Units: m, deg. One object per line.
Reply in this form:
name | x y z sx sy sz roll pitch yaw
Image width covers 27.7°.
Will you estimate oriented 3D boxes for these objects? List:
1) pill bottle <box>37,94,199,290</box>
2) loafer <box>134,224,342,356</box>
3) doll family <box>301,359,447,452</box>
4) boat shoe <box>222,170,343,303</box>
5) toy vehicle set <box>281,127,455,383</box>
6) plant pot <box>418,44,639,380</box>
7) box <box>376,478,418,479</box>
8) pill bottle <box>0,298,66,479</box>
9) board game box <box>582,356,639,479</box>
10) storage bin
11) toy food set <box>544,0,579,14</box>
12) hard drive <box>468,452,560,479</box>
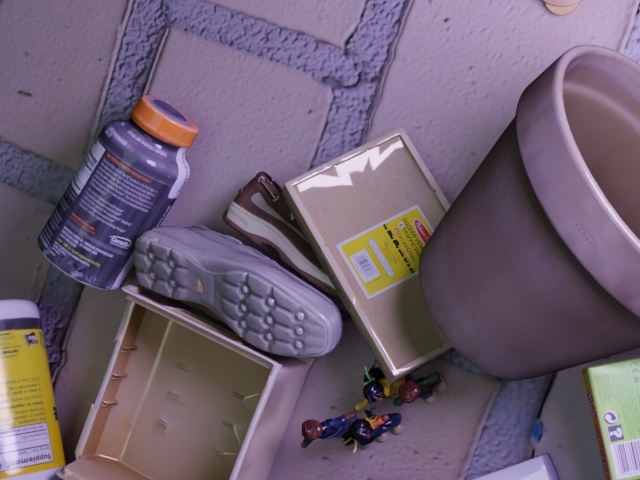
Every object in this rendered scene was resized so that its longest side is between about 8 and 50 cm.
pill bottle | -0.255 -0.067 1.691 0.130 0.130 0.245 39 104 21
loafer | -0.092 0.050 1.603 0.319 0.111 0.112 25 123 32
doll family | 0.058 0.202 1.543 0.193 0.111 0.076 -47 71 17
boat shoe | -0.003 -0.001 1.592 0.257 0.095 0.095 34 92 21
toy vehicle set | 0.089 0.014 1.527 0.166 0.035 0.267 -25 75 -15
plant pot | 0.264 0.005 1.370 0.280 0.323 0.323 -41 72 35
box | -0.057 0.397 1.458 0.345 0.168 0.215 -5 90 8
pill bottle | -0.445 0.257 1.738 0.188 0.188 0.334 -14 83 24
board game box | 0.414 0.170 1.364 0.259 0.039 0.124 -11 83 -4
storage bin | -0.178 0.220 1.649 0.260 0.123 0.262 24 99 24
toy food set | 0.285 -0.311 1.504 0.082 0.020 0.083 -40 72 19
hard drive | 0.159 0.402 1.528 0.319 0.040 0.210 -24 79 22
